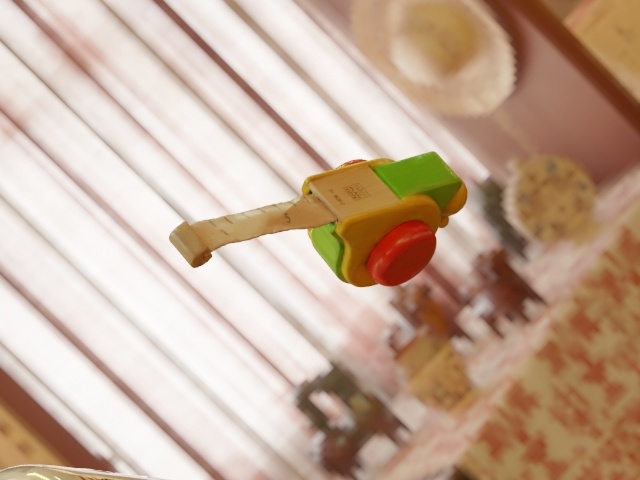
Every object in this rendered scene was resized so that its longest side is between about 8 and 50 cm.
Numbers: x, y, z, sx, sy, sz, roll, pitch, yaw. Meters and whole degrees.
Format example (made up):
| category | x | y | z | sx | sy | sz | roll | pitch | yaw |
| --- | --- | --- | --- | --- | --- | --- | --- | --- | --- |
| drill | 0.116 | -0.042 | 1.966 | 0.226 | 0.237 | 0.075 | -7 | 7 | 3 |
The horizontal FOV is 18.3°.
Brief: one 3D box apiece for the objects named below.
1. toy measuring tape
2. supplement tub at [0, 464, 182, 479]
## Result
| category | x | y | z | sx | sy | sz | roll | pitch | yaw |
| --- | --- | --- | --- | --- | --- | --- | --- | --- | --- |
| toy measuring tape | 0.000 | 0.000 | 1.759 | 0.330 | 0.121 | 0.121 | -17 | -13 | -37 |
| supplement tub | -0.080 | 0.251 | 1.272 | 0.316 | 0.193 | 0.193 | 12 | -42 | -42 |
